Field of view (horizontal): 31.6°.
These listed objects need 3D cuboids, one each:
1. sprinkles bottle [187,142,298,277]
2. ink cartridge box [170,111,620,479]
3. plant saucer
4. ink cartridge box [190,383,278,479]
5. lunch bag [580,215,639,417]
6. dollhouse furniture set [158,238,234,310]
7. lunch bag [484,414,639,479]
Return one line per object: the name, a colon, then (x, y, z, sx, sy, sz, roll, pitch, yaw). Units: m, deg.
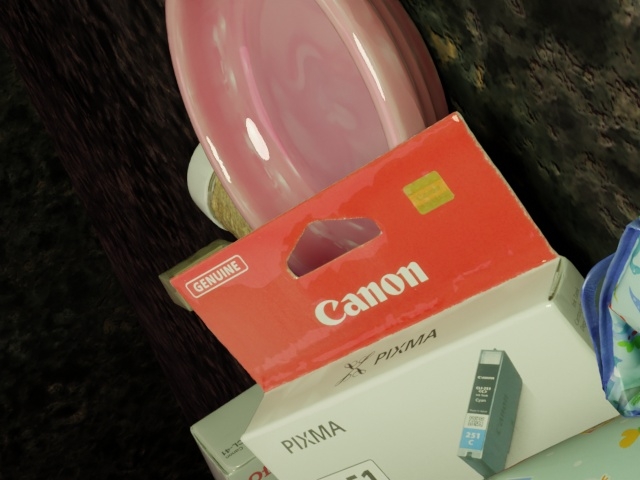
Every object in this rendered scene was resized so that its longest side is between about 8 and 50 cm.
sprinkles bottle: (0.000, 0.000, 1.115, 0.355, 0.121, 0.121, 41, 157, 44)
ink cartridge box: (0.055, 0.085, 0.831, 0.296, 0.066, 0.261, -29, 109, 34)
plant saucer: (-0.005, -0.112, 0.923, 0.332, 0.084, 0.332, 43, 150, 33)
ink cartridge box: (-0.021, 0.340, 1.618, 0.131, 0.226, 0.306, 34, 151, 51)
lunch bag: (0.204, 0.022, 0.548, 0.096, 0.129, 0.151, 55, 166, 26)
dollhouse furniture set: (-0.078, 0.048, 1.314, 0.129, 0.184, 0.129, 62, 163, -15)
lunch bag: (0.209, 0.159, 0.616, 0.160, 0.223, 0.262, 67, 163, -4)
